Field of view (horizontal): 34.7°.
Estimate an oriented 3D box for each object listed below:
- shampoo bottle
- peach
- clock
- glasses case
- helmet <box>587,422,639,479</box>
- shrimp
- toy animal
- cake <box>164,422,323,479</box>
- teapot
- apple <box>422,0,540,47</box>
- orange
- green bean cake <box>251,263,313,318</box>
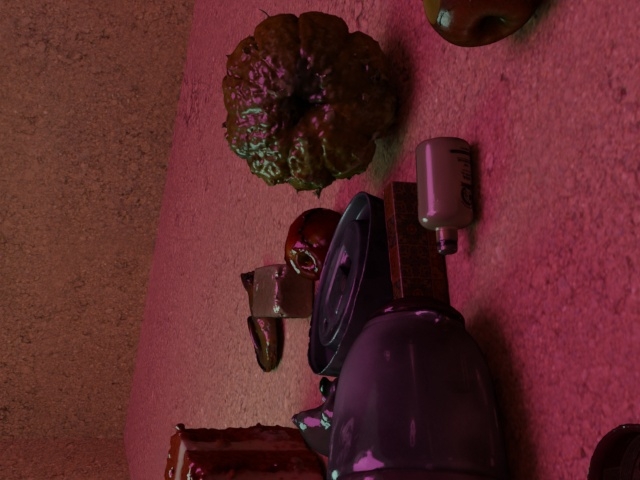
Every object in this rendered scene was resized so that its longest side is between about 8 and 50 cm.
[{"bbox_3d":[0.175,-0.060,1.440,0.079,0.079,0.162,149,122,-66],"label":"shampoo bottle"},{"bbox_3d":[0.002,-0.004,1.888,0.172,0.127,0.092,-71,-6,-49],"label":"peach"},{"bbox_3d":[0.054,0.074,1.671,0.312,0.061,0.313,-165,90,-79],"label":"clock"},{"bbox_3d":[0.141,0.022,1.528,0.049,0.075,0.218,133,136,-64],"label":"glasses case"},{"bbox_3d":[0.336,0.242,0.921,0.175,0.106,0.155,-145,57,-60],"label":"helmet"},{"bbox_3d":[-0.135,0.185,2.295,0.253,0.058,0.173,-110,22,-44],"label":"shrimp"},{"bbox_3d":[0.066,0.278,1.670,0.251,0.127,0.125,-32,34,54],"label":"toy animal"},{"bbox_3d":[-0.141,0.520,1.942,0.319,0.269,0.270,-137,54,-62],"label":"cake"},{"bbox_3d":[0.114,0.243,1.371,0.315,0.233,0.312,128,148,-60],"label":"teapot"},{"bbox_3d":[0.206,-0.335,1.303,0.163,0.146,0.147,103,156,-68],"label":"apple"},{"bbox_3d":[-0.027,-0.226,1.685,0.301,0.300,0.223,-60,8,10],"label":"orange"},{"bbox_3d":[-0.080,0.106,2.100,0.179,0.085,0.109,169,104,-70],"label":"green bean cake"}]
